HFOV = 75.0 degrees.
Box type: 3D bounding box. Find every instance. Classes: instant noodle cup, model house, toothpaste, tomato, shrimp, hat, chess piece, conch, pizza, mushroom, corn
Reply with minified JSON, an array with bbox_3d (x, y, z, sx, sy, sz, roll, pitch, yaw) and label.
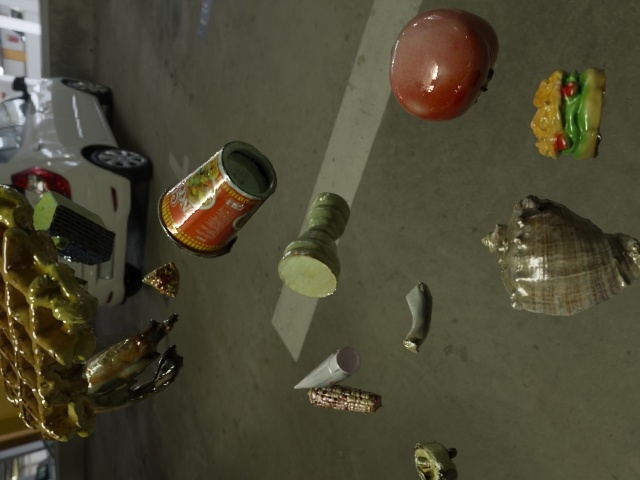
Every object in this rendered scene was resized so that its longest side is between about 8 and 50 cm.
[{"bbox_3d":[-0.201,-0.090,0.864,0.212,0.193,0.193,-34,65,37],"label":"instant noodle cup"},{"bbox_3d":[-0.690,0.002,1.150,0.211,0.194,0.170,31,80,42],"label":"model house"},{"bbox_3d":[0.017,0.337,1.042,0.323,0.100,0.066,120,146,-56],"label":"toothpaste"},{"bbox_3d":[0.352,-0.519,1.237,0.321,0.322,0.321,6,98,55],"label":"tomato"},{"bbox_3d":[-0.291,0.213,0.663,0.254,0.145,0.059,-32,42,7],"label":"shrimp"},{"bbox_3d":[0.201,0.380,0.708,0.076,0.059,0.077,24,128,59],"label":"hat"},{"bbox_3d":[0.000,0.000,1.693,0.234,0.234,0.442,-55,11,42],"label":"chess piece"},{"bbox_3d":[0.559,0.025,1.023,0.352,0.210,0.297,-7,57,55],"label":"conch"},{"bbox_3d":[-0.349,0.090,0.915,0.025,0.078,0.083,-147,53,-72],"label":"pizza"},{"bbox_3d":[0.360,0.277,1.534,0.099,0.096,0.278,107,175,-61],"label":"mushroom"},{"bbox_3d":[0.082,0.564,1.484,0.281,0.092,0.092,-1,92,30],"label":"corn"}]

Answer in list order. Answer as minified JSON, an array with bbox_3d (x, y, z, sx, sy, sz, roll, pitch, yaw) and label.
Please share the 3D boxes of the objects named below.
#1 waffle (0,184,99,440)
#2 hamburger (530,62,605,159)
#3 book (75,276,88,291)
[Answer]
[{"bbox_3d":[-0.324,0.089,0.458,0.281,0.058,0.301,53,131,11],"label":"waffle"},{"bbox_3d":[0.599,-0.306,1.020,0.149,0.237,0.237,5,98,28],"label":"hamburger"},{"bbox_3d":[-0.610,0.079,0.885,0.160,0.228,0.024,-51,16,47],"label":"book"}]
